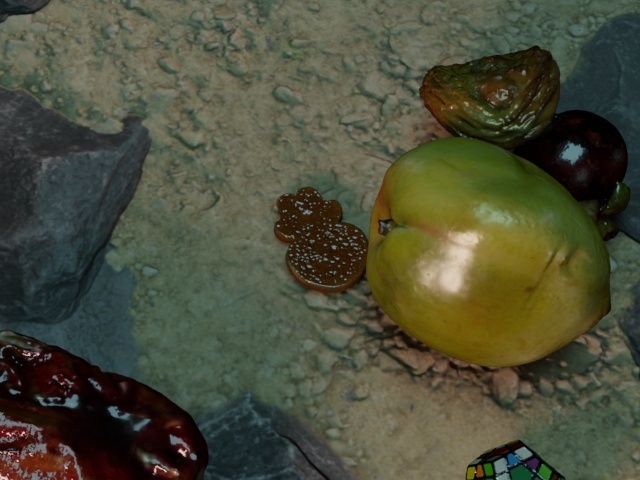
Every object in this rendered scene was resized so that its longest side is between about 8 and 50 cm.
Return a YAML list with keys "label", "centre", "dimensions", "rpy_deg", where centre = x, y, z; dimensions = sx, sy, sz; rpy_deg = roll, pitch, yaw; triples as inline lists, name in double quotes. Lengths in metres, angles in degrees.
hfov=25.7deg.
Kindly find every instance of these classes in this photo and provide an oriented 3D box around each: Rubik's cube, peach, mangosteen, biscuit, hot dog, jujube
- label: "Rubik's cube"
  centre: [0.245, 0.318, 1.775]
  dimensions: [0.112, 0.133, 0.133]
  rpy_deg: [7, 54, 33]
- label: "peach"
  centre: [0.215, 0.021, 1.858]
  dimensions: [0.316, 0.314, 0.281]
  rpy_deg: [22, 100, -20]
- label: "mangosteen"
  centre: [0.367, -0.088, 2.008]
  dimensions: [0.200, 0.200, 0.199]
  rpy_deg: [1, 58, -2]
- label: "biscuit"
  centre: [0.000, 0.000, 2.010]
  dimensions: [0.124, 0.026, 0.175]
  rpy_deg: [-20, 62, -15]
- label: "hot dog"
  centre: [0.245, -0.206, 2.008]
  dimensions: [0.196, 0.272, 0.122]
  rpy_deg: [-15, 102, 3]
- label: "jujube"
  centre: [-0.330, 0.265, 1.698]
  dimensions: [0.377, 0.276, 0.276]
  rpy_deg: [15, 59, 5]
